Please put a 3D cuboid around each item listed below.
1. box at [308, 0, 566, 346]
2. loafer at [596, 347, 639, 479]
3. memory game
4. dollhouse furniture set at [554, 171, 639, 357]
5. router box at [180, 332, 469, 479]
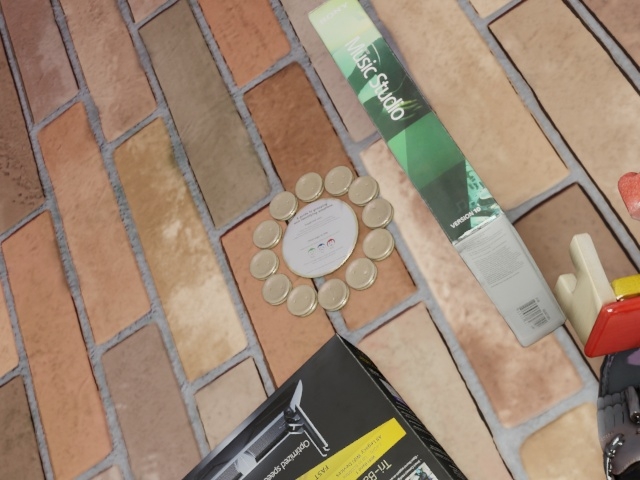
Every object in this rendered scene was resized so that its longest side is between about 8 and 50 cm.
[{"bbox_3d":[0.113,-0.071,1.061,0.058,0.232,0.322,-34,54,6],"label":"box"},{"bbox_3d":[0.290,0.209,0.898,0.109,0.095,0.302,-18,58,22],"label":"loafer"},{"bbox_3d":[0.000,0.000,1.230,0.186,0.012,0.186,-14,60,25],"label":"memory game"},{"bbox_3d":[0.385,-0.002,0.788,0.374,0.201,0.152,-12,52,-11],"label":"dollhouse furniture set"},{"bbox_3d":[-0.015,0.282,1.051,0.309,0.081,0.243,-43,52,5],"label":"router box"}]
